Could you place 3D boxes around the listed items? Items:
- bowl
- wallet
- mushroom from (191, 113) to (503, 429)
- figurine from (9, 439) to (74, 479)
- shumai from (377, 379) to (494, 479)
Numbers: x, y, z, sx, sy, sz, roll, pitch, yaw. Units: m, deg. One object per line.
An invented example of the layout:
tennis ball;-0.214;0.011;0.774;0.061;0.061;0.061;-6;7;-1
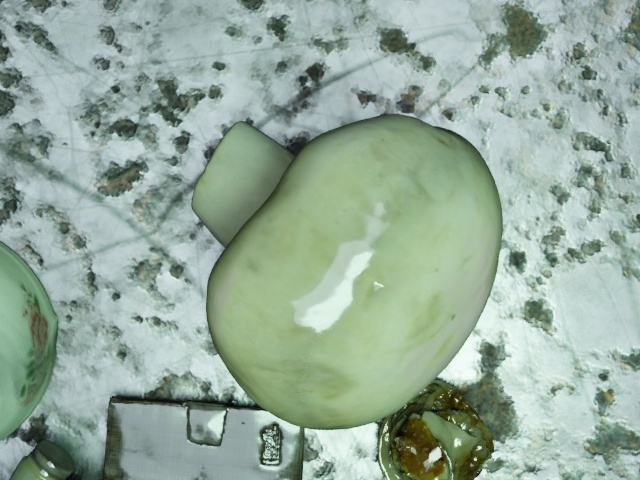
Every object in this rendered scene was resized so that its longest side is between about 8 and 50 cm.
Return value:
bowl;-0.442;0.119;1.678;0.277;0.145;0.277;0;93;1
wallet;-0.133;0.245;1.740;0.230;0.042;0.124;4;96;-1
mushroom;0.017;0.021;1.590;0.353;0.325;0.353;5;119;9
figurine;-0.383;0.406;1.664;0.248;0.203;0.380;39;90;0
shumai;0.132;0.241;1.709;0.146;0.116;0.145;0;93;-3
